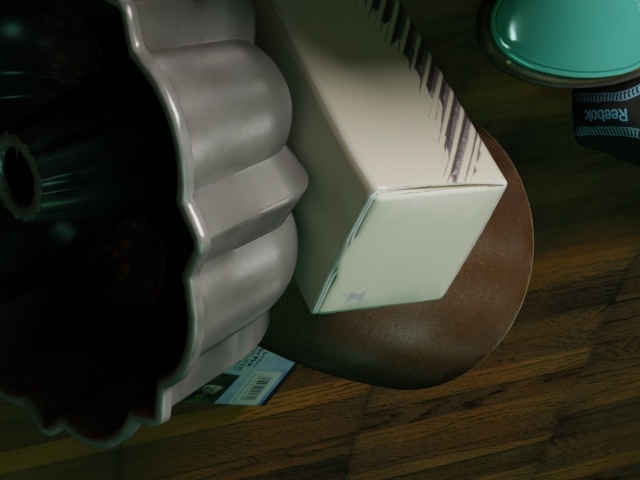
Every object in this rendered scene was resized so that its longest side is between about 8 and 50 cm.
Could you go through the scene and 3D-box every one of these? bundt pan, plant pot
[{"bbox_3d":[-0.130,-0.051,0.952,0.124,0.331,0.331,-20,149,-39],"label":"bundt pan"},{"bbox_3d":[0.000,0.000,1.117,0.215,0.215,0.230,-43,156,25],"label":"plant pot"}]

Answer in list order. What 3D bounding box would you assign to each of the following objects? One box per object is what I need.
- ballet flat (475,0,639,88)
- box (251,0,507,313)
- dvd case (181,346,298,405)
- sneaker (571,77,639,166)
[{"bbox_3d":[0.227,-0.165,1.185,0.280,0.095,0.096,-14,180,-19],"label":"ballet flat"},{"bbox_3d":[0.000,-0.095,0.985,0.094,0.275,0.113,-5,142,-29],"label":"box"},{"bbox_3d":[-0.107,0.074,1.366,0.253,0.022,0.180,8,133,-37],"label":"dvd case"},{"bbox_3d":[0.340,-0.112,1.329,0.140,0.125,0.341,-1,178,42],"label":"sneaker"}]
